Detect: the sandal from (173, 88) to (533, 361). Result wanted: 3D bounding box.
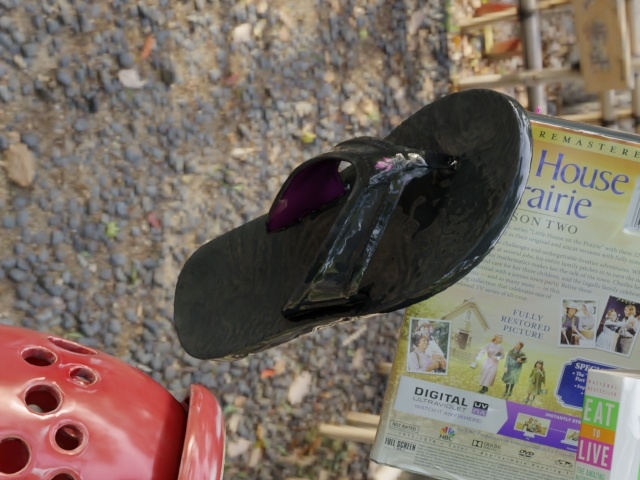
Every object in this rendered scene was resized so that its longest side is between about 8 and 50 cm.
[{"bbox_3d":[-0.001,0.003,0.920,0.107,0.445,0.168,17,51,-46],"label":"sandal"}]

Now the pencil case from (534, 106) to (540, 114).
[{"bbox_3d":[0.196,-0.065,1.201,0.236,0.104,0.104,-31,121,-9],"label":"pencil case"}]

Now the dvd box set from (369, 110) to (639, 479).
[{"bbox_3d":[0.243,0.081,1.060,0.062,0.307,0.421,-67,168,-72],"label":"dvd box set"}]

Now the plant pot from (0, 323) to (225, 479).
[{"bbox_3d":[-0.156,0.158,0.621,0.174,0.191,0.191,11,81,-10],"label":"plant pot"}]

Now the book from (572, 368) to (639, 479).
[{"bbox_3d":[0.140,0.130,0.428,0.096,0.035,0.144,8,90,-41],"label":"book"}]
